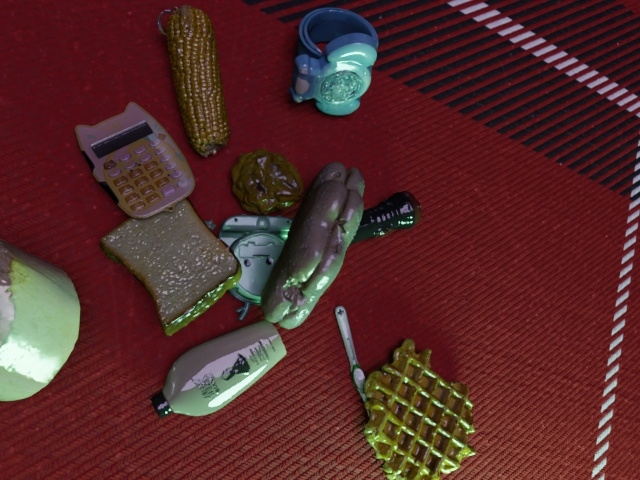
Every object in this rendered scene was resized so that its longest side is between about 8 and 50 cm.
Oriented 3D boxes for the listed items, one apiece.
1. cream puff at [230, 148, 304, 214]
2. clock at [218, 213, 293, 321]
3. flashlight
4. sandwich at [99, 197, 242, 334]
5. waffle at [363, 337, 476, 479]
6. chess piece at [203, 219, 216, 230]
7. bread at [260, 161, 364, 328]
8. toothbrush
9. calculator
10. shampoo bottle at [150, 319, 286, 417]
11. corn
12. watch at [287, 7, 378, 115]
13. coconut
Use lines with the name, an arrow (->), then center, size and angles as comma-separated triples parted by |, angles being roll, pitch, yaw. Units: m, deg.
cream puff -> -0.104, -0.119, 0.987 | 0.146, 0.116, 0.146 | 2, 86, -23
clock -> -0.120, 0.055, 0.985 | 0.159, 0.066, 0.211 | -1, 84, -21
flashlight -> 0.105, -0.035, 1.073 | 0.232, 0.093, 0.093 | -23, 92, -20
sandwich -> -0.264, 0.033, 0.890 | 0.186, 0.065, 0.214 | -40, 76, -21
waffle -> 0.220, 0.377, 1.069 | 0.281, 0.058, 0.301 | -33, 96, -30
chess piece -> -0.228, 0.002, 0.964 | 0.042, 0.042, 0.093 | 22, 69, -18
bread -> -0.005, -0.002, 0.907 | 0.102, 0.183, 0.337 | 26, 74, -9
toothbrush -> 0.081, 0.285, 1.055 | 0.030, 0.030, 0.304 | -15, 89, -23
calculator -> -0.336, -0.141, 0.909 | 0.157, 0.033, 0.236 | -32, 76, -22
shampoo bottle -> -0.191, 0.244, 0.925 | 0.257, 0.078, 0.127 | -29, 104, -19
corn -> -0.239, -0.311, 0.962 | 0.106, 0.106, 0.293 | -10, 88, -22
watch -> 0.023, -0.397, 1.050 | 0.211, 0.211, 0.193 | 4, 61, -21
coconut -> -0.496, 0.116, 0.742 | 0.239, 0.244, 0.239 | -6, 63, 12
